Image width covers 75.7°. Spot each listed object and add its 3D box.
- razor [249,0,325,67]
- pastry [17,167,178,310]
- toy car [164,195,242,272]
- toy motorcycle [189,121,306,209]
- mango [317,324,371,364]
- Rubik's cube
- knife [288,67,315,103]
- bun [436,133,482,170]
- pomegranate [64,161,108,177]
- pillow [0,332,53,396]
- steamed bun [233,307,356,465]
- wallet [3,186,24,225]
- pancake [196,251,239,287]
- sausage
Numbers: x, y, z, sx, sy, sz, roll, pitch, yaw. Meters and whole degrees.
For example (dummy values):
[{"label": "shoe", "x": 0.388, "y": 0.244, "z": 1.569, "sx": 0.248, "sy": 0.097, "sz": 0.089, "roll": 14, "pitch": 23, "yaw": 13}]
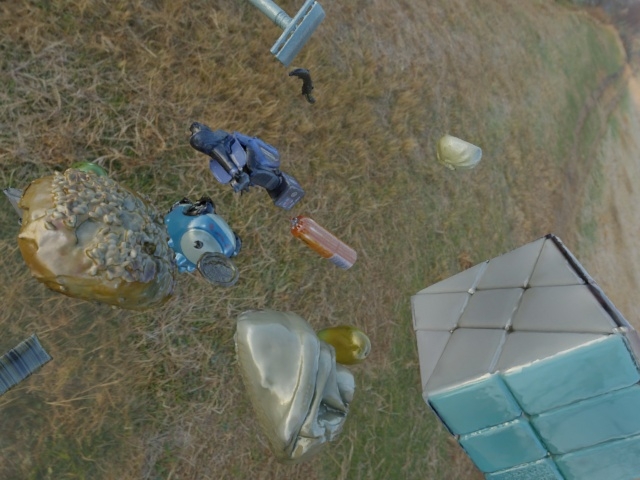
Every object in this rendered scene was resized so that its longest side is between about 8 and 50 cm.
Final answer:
[{"label": "razor", "x": -0.110, "y": -0.412, "z": 0.702, "sx": 0.232, "sy": 0.106, "sz": 0.068, "roll": 43, "pitch": 12, "yaw": 9}, {"label": "pastry", "x": -0.362, "y": -0.001, "z": 0.730, "sx": 0.255, "sy": 0.161, "sz": 0.311, "roll": 59, "pitch": -1, "yaw": 12}, {"label": "toy car", "x": -0.359, "y": -0.001, "z": 1.156, "sx": 0.190, "sy": 0.255, "sz": 0.189, "roll": -53, "pitch": 130, "yaw": -31}, {"label": "toy motorcycle", "x": -0.197, "y": -0.202, "z": 1.121, "sx": 0.213, "sy": 0.125, "sz": 0.358, "roll": 55, "pitch": 20, "yaw": 24}, {"label": "mango", "x": 0.074, "y": 0.340, "z": 1.360, "sx": 0.091, "sy": 0.194, "sz": 0.130, "roll": 13, "pitch": 91, "yaw": -58}, {"label": "Rubik's cube", "x": 0.280, "y": 0.167, "z": 0.554, "sx": 0.225, "sy": 0.231, "sz": 0.221, "roll": 54, "pitch": 22, "yaw": -18}, {"label": "knife", "x": -0.034, "y": -0.383, "z": 1.018, "sx": 0.021, "sy": 0.045, "sz": 0.222, "roll": 58, "pitch": 9, "yaw": 4}, {"label": "bun", "x": 0.248, "y": -0.156, "z": 0.752, "sx": 0.086, "sy": 0.086, "sz": 0.055, "roll": 12, "pitch": 108, "yaw": -42}, {"label": "pomegranate", "x": -0.825, "y": -0.197, "z": 1.469, "sx": 0.156, "sy": 0.220, "sz": 0.156, "roll": 0, "pitch": 90, "yaw": -16}, {"label": "pillow", "x": -0.909, "y": 0.377, "z": 1.211, "sx": 0.203, "sy": 0.038, "sz": 0.113, "roll": -44, "pitch": 129, "yaw": -46}, {"label": "steamed bun", "x": -0.052, "y": 0.296, "z": 0.901, "sx": 0.219, "sy": 0.310, "sz": 0.325, "roll": -17, "pitch": 67, "yaw": -20}, {"label": "wallet", "x": -0.611, "y": -0.011, "z": 0.933, "sx": 0.069, "sy": 0.170, "sz": 0.231, "roll": -38, "pitch": 136, "yaw": -36}, {"label": "pancake", "x": -0.253, "y": 0.070, "z": 1.023, "sx": 0.114, "sy": 0.011, "sz": 0.115, "roll": 29, "pitch": 34, "yaw": -22}, {"label": "sausage", "x": 0.000, "y": 0.000, "z": 1.452, "sx": 0.312, "sy": 0.092, "sz": 0.093, "roll": 34, "pitch": 53, "yaw": -38}]
